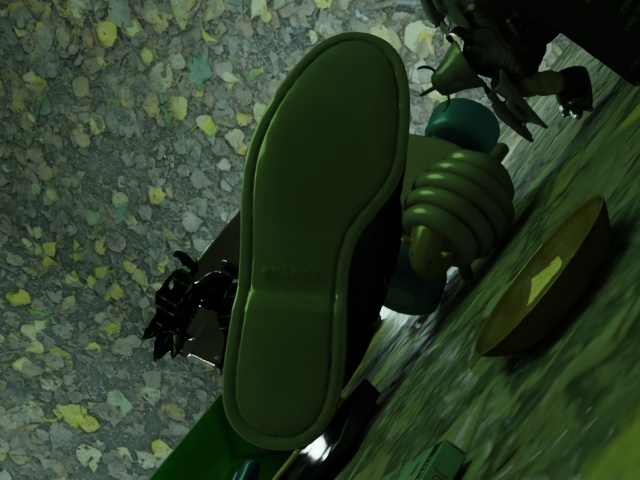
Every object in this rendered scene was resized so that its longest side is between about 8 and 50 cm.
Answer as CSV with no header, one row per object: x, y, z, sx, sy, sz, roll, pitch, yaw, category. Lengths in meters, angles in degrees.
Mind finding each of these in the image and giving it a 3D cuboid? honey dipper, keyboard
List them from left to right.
-0.027,0.217,0.833,0.161,0.030,0.030,-49,-5,-24,honey dipper
-0.008,0.182,0.666,0.180,0.023,0.108,-54,2,33,keyboard

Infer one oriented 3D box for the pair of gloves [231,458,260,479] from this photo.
-0.117,0.263,0.731,0.159,0.023,0.198,-43,-7,-28,pair of gloves

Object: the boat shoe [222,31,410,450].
0.004,0.001,0.688,0.113,0.127,0.340,63,-147,-72,boat shoe

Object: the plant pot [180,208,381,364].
-0.064,0.115,1.382,0.323,0.280,0.323,-52,-4,-6,plant pot

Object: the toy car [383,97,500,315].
0.078,0.000,0.884,0.238,0.210,0.219,69,-141,-53,toy car

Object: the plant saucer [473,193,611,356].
0.094,0.018,0.346,0.083,0.015,0.083,-53,-4,-5,plant saucer

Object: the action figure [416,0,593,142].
0.200,-0.200,0.702,0.285,0.185,0.099,-36,11,-2,action figure

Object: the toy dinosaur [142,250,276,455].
-0.062,0.077,0.931,0.164,0.322,0.218,-22,-12,40,toy dinosaur

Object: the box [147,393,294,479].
-0.178,0.347,0.972,0.262,0.127,0.231,-49,-6,-47,box

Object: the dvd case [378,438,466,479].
0.010,0.129,0.331,0.087,0.013,0.119,-50,-3,-31,dvd case

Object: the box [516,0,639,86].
0.163,-0.260,0.553,0.165,0.270,0.143,-50,-4,-42,box

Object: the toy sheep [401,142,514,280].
0.109,-0.025,0.649,0.132,0.091,0.091,-57,-1,-23,toy sheep
